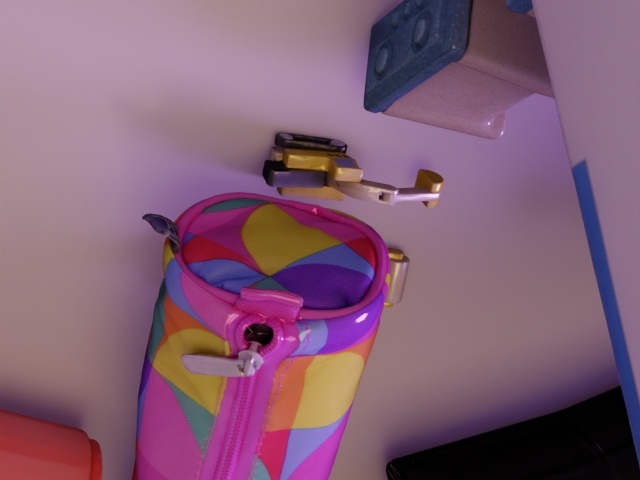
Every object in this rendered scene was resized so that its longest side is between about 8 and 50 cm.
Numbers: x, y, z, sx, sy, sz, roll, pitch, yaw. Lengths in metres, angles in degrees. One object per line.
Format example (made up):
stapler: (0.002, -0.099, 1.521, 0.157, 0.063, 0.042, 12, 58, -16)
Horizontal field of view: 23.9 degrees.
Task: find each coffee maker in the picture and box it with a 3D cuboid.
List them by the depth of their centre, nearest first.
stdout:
coffee maker: (0.125, 0.119, 0.727, 0.178, 0.120, 0.171, -18, 80, -7)

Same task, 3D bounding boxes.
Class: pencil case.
pencil case: (-0.039, 0.091, 0.652, 0.104, 0.104, 0.236, 3, 123, -15)

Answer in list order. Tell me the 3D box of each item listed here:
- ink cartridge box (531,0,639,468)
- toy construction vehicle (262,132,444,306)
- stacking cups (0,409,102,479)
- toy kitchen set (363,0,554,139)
ink cartridge box: (0.267, -0.101, 0.534, 0.395, 0.166, 0.285, -35, 121, -32)
toy construction vehicle: (0.000, 0.000, 0.676, 0.098, 0.035, 0.086, 8, 111, -17)
stacking cups: (-0.251, 0.082, 0.626, 0.316, 0.096, 0.096, 19, 107, -23)
toy kitchen set: (0.068, -0.169, 0.607, 0.122, 0.166, 0.207, 16, 72, -20)
